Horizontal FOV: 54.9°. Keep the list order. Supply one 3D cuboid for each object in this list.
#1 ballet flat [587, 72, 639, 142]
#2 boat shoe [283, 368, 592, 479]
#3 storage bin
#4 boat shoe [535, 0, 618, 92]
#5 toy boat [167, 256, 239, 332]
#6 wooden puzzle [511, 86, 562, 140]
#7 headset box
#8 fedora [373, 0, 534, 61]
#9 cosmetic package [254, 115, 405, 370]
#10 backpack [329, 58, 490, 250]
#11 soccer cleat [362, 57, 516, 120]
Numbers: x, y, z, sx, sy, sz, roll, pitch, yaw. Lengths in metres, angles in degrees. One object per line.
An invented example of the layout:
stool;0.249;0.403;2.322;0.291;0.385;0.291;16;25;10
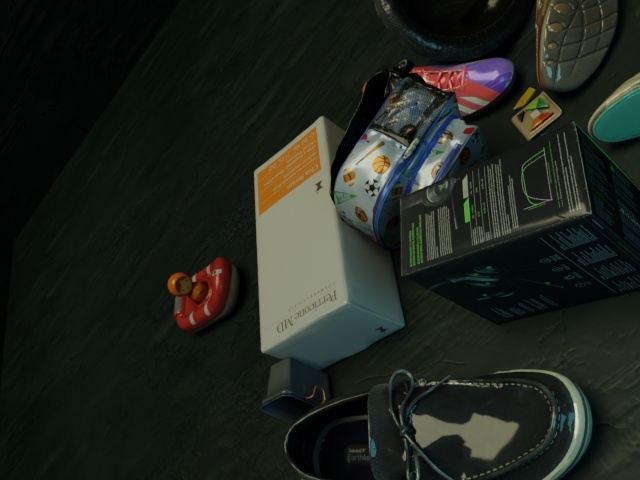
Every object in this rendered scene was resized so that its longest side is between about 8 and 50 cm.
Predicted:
ballet flat;0.502;-0.225;0.876;0.248;0.086;0.086;-29;48;33
boat shoe;0.141;0.294;0.908;0.500;0.156;0.187;-23;51;38
storage bin;-0.035;0.277;1.142;0.098;0.135;0.091;-35;39;33
boat shoe;0.426;-0.401;1.046;0.116;0.123;0.325;161;123;-84
toy boat;-0.309;0.124;1.531;0.231;0.151;0.151;-32;47;34
wooden puzzle;0.370;-0.216;1.062;0.078;0.014;0.116;-49;40;18
headset box;0.279;0.000;0.849;0.283;0.246;0.131;-24;52;40
fedora;0.246;-0.483;1.210;0.152;0.334;0.334;142;150;-81
cosmetic package;0.000;0.000;1.241;0.230;0.161;0.453;-34;46;32
backpack;0.152;-0.111;1.051;0.263;0.276;0.213;-49;56;-1
soccer cleat;0.221;-0.295;1.197;0.318;0.116;0.109;-3;66;49
